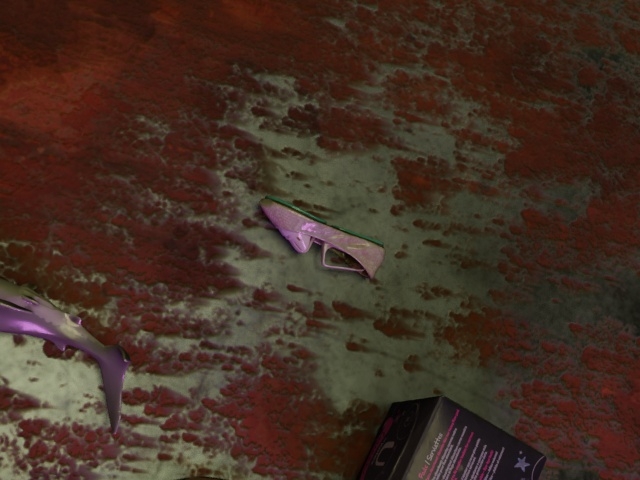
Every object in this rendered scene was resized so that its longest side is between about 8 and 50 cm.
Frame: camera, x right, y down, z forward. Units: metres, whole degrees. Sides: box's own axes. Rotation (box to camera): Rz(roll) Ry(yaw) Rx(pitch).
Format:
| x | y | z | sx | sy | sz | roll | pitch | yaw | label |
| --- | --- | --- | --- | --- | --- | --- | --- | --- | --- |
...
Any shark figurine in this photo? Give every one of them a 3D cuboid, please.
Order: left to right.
| x | y | z | sx | sy | sz | roll | pitch | yaw | label |
| --- | --- | --- | --- | --- | --- | --- | --- | --- | --- |
| -0.330 | 0.097 | 0.929 | 0.278 | 0.166 | 0.116 | 28 | 97 | -30 | shark figurine |

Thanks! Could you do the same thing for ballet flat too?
| x | y | z | sx | sy | sz | roll | pitch | yaw | label |
| --- | --- | --- | --- | --- | --- | --- | --- | --- | --- |
| 0.000 | 0.000 | 1.066 | 0.168 | 0.057 | 0.052 | 22 | 83 | -13 | ballet flat |

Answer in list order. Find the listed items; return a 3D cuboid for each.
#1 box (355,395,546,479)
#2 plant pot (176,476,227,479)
| x | y | z | sx | sy | sz | roll | pitch | yaw | label |
| --- | --- | --- | --- | --- | --- | --- | --- | --- | --- |
| 0.107 | 0.311 | 0.984 | 0.142 | 0.163 | 0.247 | 32 | 71 | -7 | box |
| -0.127 | 0.373 | 0.954 | 0.236 | 0.032 | 0.236 | 5 | 76 | -21 | plant pot |
